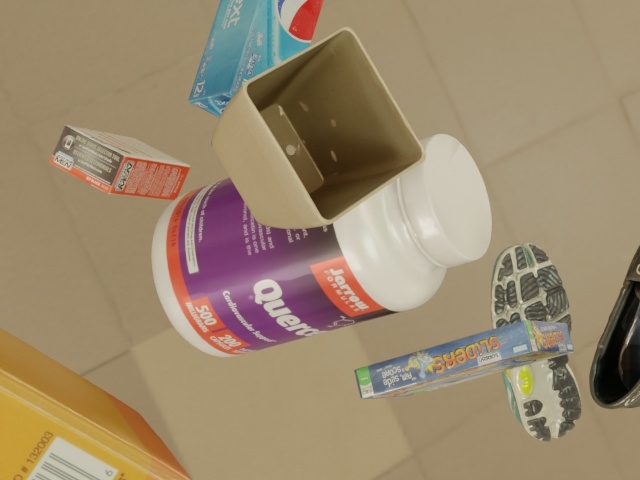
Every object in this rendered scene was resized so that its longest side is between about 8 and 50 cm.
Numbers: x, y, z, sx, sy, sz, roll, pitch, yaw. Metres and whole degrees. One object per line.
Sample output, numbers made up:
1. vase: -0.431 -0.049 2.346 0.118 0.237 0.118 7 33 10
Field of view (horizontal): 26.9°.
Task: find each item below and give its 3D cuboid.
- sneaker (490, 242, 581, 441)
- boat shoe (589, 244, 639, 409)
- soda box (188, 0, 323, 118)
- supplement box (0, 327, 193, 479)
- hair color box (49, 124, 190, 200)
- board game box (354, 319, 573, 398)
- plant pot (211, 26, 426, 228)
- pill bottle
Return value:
1. sneaker: 0.261 0.131 1.745 0.107 0.110 0.275 -16 112 -16
2. boat shoe: 0.161 0.022 0.611 0.040 0.049 0.142 -13 130 -37
3. soda box: -0.046 -0.209 1.209 0.067 0.071 0.210 25 73 -34
4. supplement box: -0.156 0.049 0.445 0.233 0.078 0.080 39 87 -29
5. hair color box: -0.240 -0.092 1.621 0.093 0.167 0.053 27 97 20
6. board game box: 0.156 0.129 1.444 0.136 0.201 0.035 8 66 -60
7. plant pot: -0.013 -0.068 0.943 0.109 0.096 0.109 -34 95 -35
8. pill bottle: 0.000 0.000 1.337 0.181 0.322 0.182 30 51 -47
